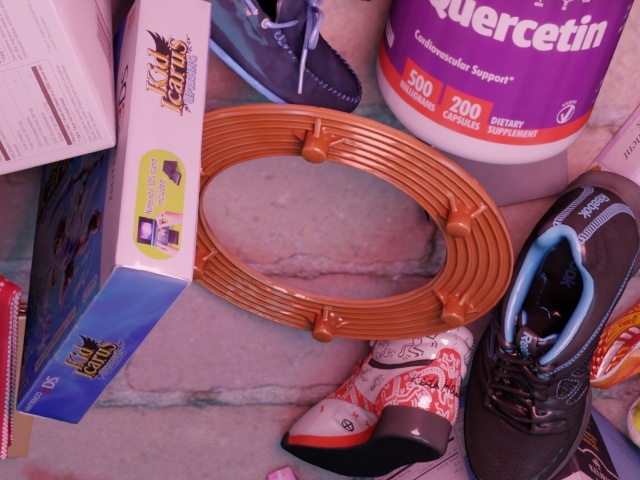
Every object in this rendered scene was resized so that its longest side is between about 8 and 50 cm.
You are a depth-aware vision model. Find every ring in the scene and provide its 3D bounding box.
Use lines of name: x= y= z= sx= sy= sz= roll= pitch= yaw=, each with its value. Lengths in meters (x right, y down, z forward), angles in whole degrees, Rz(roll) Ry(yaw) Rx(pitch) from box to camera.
ring: x=0.000 y=0.000 z=1.467 sx=0.337 sy=0.032 sz=0.336 roll=10 pitch=147 yaw=7

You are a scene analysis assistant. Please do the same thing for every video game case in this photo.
video game case: x=-0.164 y=-0.022 z=1.306 sx=0.061 sy=0.244 sz=0.269 roll=15 pitch=147 yaw=-20

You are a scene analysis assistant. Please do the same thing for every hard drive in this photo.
hard drive: x=0.158 y=-0.069 z=1.548 sx=0.135 sy=0.022 sz=0.094 roll=-13 pitch=134 yaw=-2

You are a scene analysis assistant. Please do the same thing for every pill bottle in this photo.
pill bottle: x=0.160 y=-0.227 z=1.289 sx=0.181 sy=0.181 sz=0.323 roll=1 pitch=132 yaw=-15

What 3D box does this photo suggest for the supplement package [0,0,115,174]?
supplement package: x=-0.302 y=-0.167 z=1.208 sx=0.263 sy=0.199 sz=0.198 roll=-14 pitch=135 yaw=5

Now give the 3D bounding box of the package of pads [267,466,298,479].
package of pads: x=-0.028 y=0.287 z=1.792 sx=0.032 sy=0.083 sz=0.050 roll=-22 pitch=137 yaw=0

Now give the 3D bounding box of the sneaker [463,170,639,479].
sneaker: x=0.190 y=0.099 z=1.540 sx=0.125 sy=0.140 sz=0.341 roll=25 pitch=118 yaw=22

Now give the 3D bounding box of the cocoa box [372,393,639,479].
cocoa box: x=0.250 y=0.328 z=1.800 sx=0.231 sy=0.228 sz=0.347 roll=-34 pitch=131 yaw=18

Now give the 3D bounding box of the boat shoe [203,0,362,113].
boat shoe: x=-0.045 y=-0.183 z=1.333 sx=0.089 sy=0.109 sz=0.258 roll=-37 pitch=132 yaw=21

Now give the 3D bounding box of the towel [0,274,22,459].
towel: x=-0.356 y=0.046 z=1.400 sx=0.275 sy=0.031 sz=0.199 roll=29 pitch=134 yaw=20

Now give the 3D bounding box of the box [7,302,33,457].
box: x=-0.352 y=0.135 z=1.612 sx=0.164 sy=0.021 sz=0.201 roll=2 pitch=132 yaw=-16

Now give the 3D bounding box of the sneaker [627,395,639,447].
sneaker: x=0.443 y=0.157 z=1.804 sx=0.240 sy=0.091 sz=0.126 roll=-29 pitch=151 yaw=12

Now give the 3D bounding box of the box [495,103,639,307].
box: x=0.275 y=-0.032 z=1.583 sx=0.063 sy=0.067 sz=0.324 roll=17 pitch=127 yaw=-27

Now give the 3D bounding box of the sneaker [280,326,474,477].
sneaker: x=0.060 y=0.149 z=1.681 sx=0.090 sy=0.145 sz=0.270 roll=27 pitch=158 yaw=-20

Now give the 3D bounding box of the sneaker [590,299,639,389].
sneaker: x=0.339 y=0.094 z=1.732 sx=0.175 sy=0.064 sz=0.067 roll=-31 pitch=152 yaw=21
